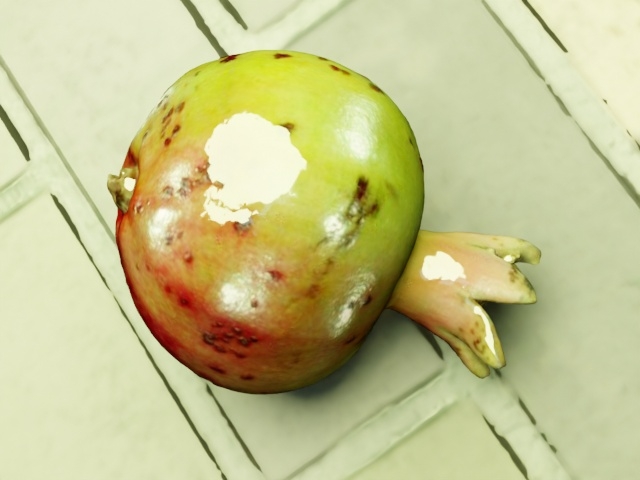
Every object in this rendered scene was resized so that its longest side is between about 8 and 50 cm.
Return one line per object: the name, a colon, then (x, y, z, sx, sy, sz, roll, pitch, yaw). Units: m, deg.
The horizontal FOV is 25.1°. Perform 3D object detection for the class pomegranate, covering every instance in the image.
pomegranate: (-0.005, 0.004, 0.546, 0.159, 0.129, 0.129, 42, 88, -23)
